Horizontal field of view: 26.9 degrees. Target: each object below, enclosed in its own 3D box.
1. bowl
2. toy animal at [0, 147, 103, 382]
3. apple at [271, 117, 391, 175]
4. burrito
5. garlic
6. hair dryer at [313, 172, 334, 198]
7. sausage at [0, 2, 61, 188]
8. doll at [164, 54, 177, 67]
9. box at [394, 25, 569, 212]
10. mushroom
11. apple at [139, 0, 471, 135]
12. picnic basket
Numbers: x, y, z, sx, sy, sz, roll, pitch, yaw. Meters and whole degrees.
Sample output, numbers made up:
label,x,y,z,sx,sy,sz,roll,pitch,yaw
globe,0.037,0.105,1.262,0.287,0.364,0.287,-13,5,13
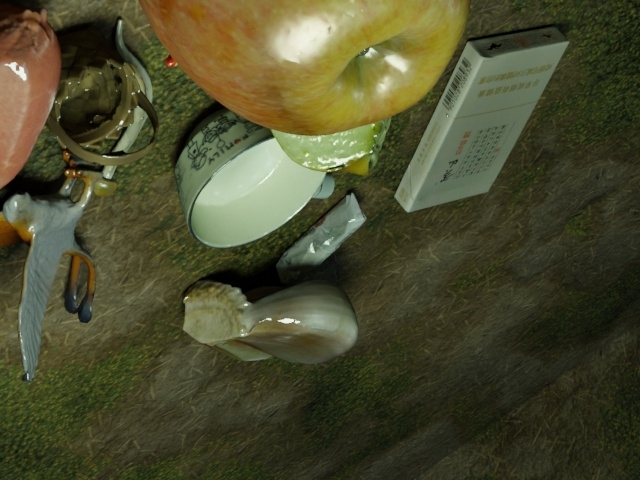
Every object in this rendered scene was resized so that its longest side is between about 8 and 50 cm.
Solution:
label,x,y,z,sx,sy,sz,roll,pitch,yaw
bowl,-0.116,-0.110,1.960,0.238,0.126,0.237,-27,149,-18
toy animal,-0.363,0.013,1.870,0.302,0.225,0.284,-61,160,20
apple,0.058,-0.259,1.815,0.254,0.179,0.346,10,107,-47
burrito,0.001,0.000,2.312,0.203,0.064,0.064,-43,150,15
garlic,-0.069,0.140,2.305,0.279,0.132,0.325,-6,167,39
hair dryer,0.002,-0.128,2.151,0.082,0.047,0.137,5,126,-49
sausage,-0.385,-0.173,1.571,0.148,0.148,0.254,-7,145,-42
doll,-0.134,-0.293,1.754,0.169,0.057,0.109,-27,138,-44
box,0.275,-0.205,2.318,0.205,0.051,0.365,-15,145,-34
mushroom,-0.264,-0.176,1.804,0.068,0.043,0.306,-37,156,-43
apple,-0.014,-0.308,1.549,0.391,0.346,0.391,-27,147,-19
picnic basket,-0.277,-0.164,1.654,0.128,0.178,0.138,-22,148,-26
